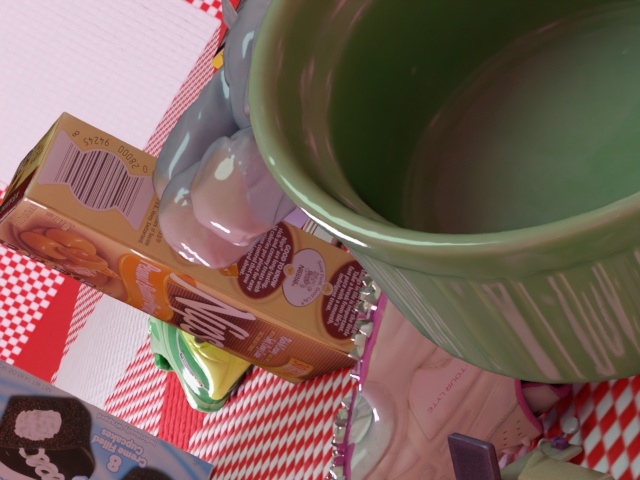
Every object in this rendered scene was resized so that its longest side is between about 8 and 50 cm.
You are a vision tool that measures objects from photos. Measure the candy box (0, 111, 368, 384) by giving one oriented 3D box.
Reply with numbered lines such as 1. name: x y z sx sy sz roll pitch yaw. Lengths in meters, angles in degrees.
1. candy box: -0.115 0.014 1.566 0.087 0.316 0.183 -67 14 -18

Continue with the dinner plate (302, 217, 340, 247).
1. dinner plate: 0.000 0.000 1.818 0.141 0.017 0.141 -55 15 23

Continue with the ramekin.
1. ramekin: 0.129 -0.075 0.932 0.303 0.148 0.303 -15 48 17

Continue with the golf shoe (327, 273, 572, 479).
1. golf shoe: 0.077 0.118 1.124 0.115 0.140 0.306 -83 3 -49

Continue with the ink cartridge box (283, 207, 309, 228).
1. ink cartridge box: -0.031 -0.082 2.010 0.311 0.065 0.186 -45 22 46

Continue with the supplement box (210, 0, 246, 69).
1. supplement box: 0.002 -0.183 1.802 0.081 0.188 0.104 -34 31 62

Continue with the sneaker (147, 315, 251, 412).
1. sneaker: -0.154 0.074 1.950 0.295 0.109 0.123 -118 43 -54

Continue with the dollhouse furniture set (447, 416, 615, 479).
1. dollhouse furniture set: 0.145 0.143 1.015 0.081 0.091 0.114 -24 20 -32

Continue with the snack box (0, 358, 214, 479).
1. snack box: -0.278 0.232 1.730 0.060 0.322 0.187 -38 28 57

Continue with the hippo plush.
1. hippo plush: 0.018 -0.071 1.428 0.234 0.236 0.294 -54 22 31
